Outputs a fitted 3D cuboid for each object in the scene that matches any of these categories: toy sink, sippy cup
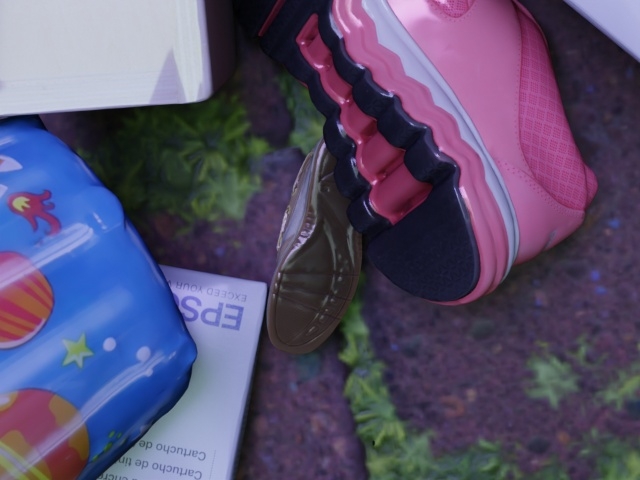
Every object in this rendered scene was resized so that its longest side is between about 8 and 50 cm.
[{"bbox_3d":[-0.119,-0.185,0.524,0.131,0.153,0.234,-4,104,1],"label":"toy sink"},{"bbox_3d":[-0.191,0.059,0.517,0.224,0.240,0.305,-34,90,-21],"label":"sippy cup"}]

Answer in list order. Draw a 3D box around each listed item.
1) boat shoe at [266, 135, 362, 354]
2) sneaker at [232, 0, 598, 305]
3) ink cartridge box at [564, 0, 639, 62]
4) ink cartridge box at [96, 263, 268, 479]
[{"bbox_3d":[0.000,0.000,0.647,0.050,0.045,0.135,18,95,-12],"label":"boat shoe"},{"bbox_3d":[0.048,-0.121,0.608,0.136,0.116,0.313,-19,81,-33],"label":"sneaker"},{"bbox_3d":[0.121,-0.207,0.503,0.306,0.226,0.131,39,117,0],"label":"ink cartridge box"},{"bbox_3d":[-0.158,0.113,0.642,0.223,0.045,0.224,10,83,-1],"label":"ink cartridge box"}]
